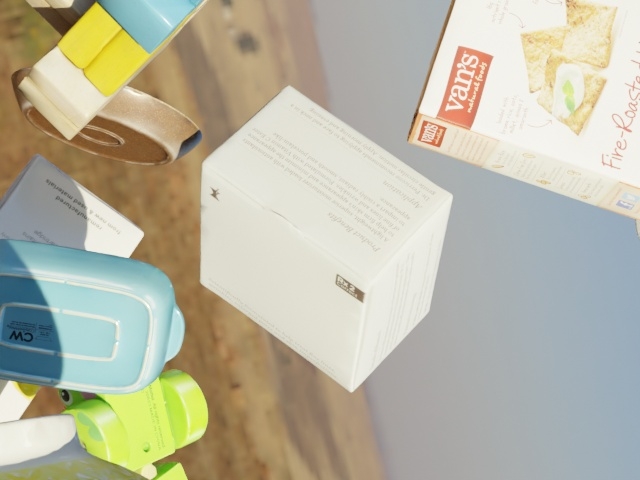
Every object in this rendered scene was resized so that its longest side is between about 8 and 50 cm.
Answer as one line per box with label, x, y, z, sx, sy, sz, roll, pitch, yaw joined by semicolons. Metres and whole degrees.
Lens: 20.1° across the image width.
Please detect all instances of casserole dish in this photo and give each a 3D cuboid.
casserole dish;-0.198;0.063;1.375;0.037;0.188;0.114;-91;-169;-70

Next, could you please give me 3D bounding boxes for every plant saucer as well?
plant saucer;-0.184;-0.100;1.527;0.168;0.168;0.029;72;33;-73

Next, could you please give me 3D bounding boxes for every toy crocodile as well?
toy crocodile;-0.149;0.208;1.477;0.115;0.105;0.340;-26;105;-45

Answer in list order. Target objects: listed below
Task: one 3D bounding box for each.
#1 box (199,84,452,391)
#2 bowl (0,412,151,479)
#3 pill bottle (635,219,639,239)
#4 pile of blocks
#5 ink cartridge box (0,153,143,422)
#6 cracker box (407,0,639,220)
box;0.000;0.000;1.534;0.181;0.119;0.182;35;-30;18
bowl;-0.184;0.183;1.012;0.289;0.290;0.156;65;14;-85
pill bottle;0.371;0.011;1.573;0.216;0.121;0.121;29;35;-40
pile of blocks;-0.054;-0.211;0.939;0.112;0.362;0.149;45;13;-6
ink cartridge box;-0.314;0.098;1.648;0.131;0.306;0.226;35;-22;-10
cracker box;0.198;-0.114;1.342;0.067;0.232;0.155;105;3;-71
